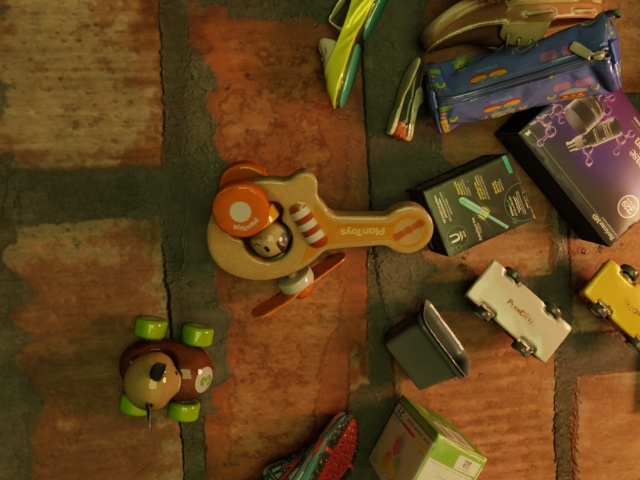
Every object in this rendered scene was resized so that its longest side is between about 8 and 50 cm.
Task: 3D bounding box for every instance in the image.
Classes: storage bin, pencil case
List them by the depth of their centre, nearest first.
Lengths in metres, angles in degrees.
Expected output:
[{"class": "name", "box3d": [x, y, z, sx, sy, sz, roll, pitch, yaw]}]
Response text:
[{"class": "pencil case", "box3d": [0.312, -0.256, 1.051, 0.306, 0.133, 0.119, -12, 97, 20]}, {"class": "storage bin", "box3d": [0.179, 0.182, 1.154, 0.091, 0.098, 0.135, -32, 101, 22]}]

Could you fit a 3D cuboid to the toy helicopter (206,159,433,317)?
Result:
[{"class": "toy helicopter", "box3d": [0.000, 0.000, 1.073, 0.355, 0.140, 0.234, -2, 112, -3]}]

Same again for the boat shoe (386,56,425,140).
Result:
[{"class": "boat shoe", "box3d": [0.150, -0.234, 1.127, 0.043, 0.049, 0.137, 17, 94, -14]}]

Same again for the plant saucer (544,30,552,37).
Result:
[{"class": "plant saucer", "box3d": [0.415, -0.326, 1.183, 0.084, 0.013, 0.083, -1, 94, -10]}]

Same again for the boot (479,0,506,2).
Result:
[{"class": "boot", "box3d": [0.301, -0.503, 1.050, 0.236, 0.269, 0.089, -20, 143, 8]}]

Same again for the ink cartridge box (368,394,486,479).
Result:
[{"class": "ink cartridge box", "box3d": [0.139, 0.413, 1.110, 0.097, 0.189, 0.255, 30, 90, -12]}]

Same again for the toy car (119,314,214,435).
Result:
[{"class": "toy car", "box3d": [-0.237, 0.213, 1.026, 0.149, 0.188, 0.154, 10, 93, -11]}]

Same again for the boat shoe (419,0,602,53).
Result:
[{"class": "boat shoe", "box3d": [0.323, -0.360, 1.105, 0.325, 0.123, 0.116, -20, 92, -6]}]

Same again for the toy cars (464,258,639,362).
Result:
[{"class": "toy cars", "box3d": [0.437, 0.120, 1.195, 0.394, 0.087, 0.176, 0, 90, -7]}]

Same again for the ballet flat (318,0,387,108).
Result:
[{"class": "ballet flat", "box3d": [0.042, -0.327, 1.094, 0.077, 0.077, 0.230, 22, 88, 10]}]

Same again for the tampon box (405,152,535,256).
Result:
[{"class": "tampon box", "box3d": [0.247, -0.061, 1.132, 0.161, 0.101, 0.120, -24, 98, -6]}]

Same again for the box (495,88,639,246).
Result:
[{"class": "box", "box3d": [0.460, -0.147, 1.157, 0.184, 0.103, 0.261, -43, 102, 2]}]

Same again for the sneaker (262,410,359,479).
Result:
[{"class": "sneaker", "box3d": [-0.039, 0.382, 1.119, 0.262, 0.125, 0.104, -51, 137, -25]}]
